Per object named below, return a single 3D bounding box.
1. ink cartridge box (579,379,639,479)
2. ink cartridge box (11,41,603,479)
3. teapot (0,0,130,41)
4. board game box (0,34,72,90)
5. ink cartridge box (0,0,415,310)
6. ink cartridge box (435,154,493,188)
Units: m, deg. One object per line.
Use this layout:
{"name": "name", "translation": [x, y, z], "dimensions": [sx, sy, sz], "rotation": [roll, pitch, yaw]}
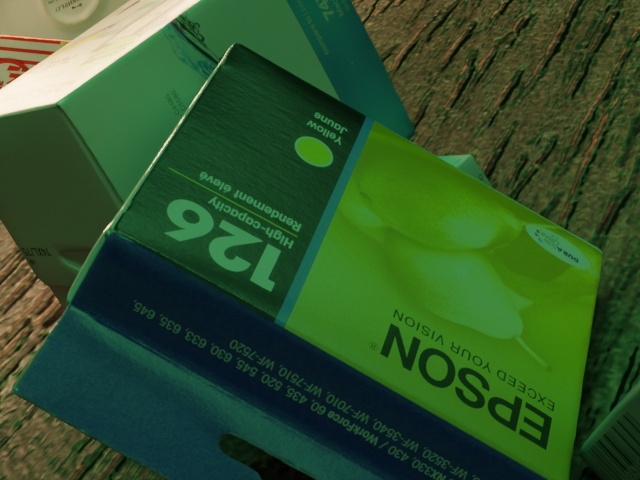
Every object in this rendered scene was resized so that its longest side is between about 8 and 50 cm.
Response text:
{"name": "ink cartridge box", "translation": [0.263, 0.029, 0.682], "dimensions": [0.224, 0.223, 0.045], "rotation": [-35, 71, -26]}
{"name": "ink cartridge box", "translation": [0.019, 0.043, 0.737], "dimensions": [0.303, 0.072, 0.307], "rotation": [30, 39, -7]}
{"name": "teapot", "translation": [-0.219, -0.250, 1.282], "dimensions": [0.256, 0.253, 0.187], "rotation": [24, 10, 18]}
{"name": "board game box", "translation": [-0.270, -0.119, 1.161], "dimensions": [0.193, 0.147, 0.045], "rotation": [9, 3, 33]}
{"name": "ink cartridge box", "translation": [-0.107, -0.086, 0.960], "dimensions": [0.198, 0.197, 0.270], "rotation": [-2, 34, 50]}
{"name": "ink cartridge box", "translation": [0.000, 0.000, 0.982], "dimensions": [0.189, 0.066, 0.232], "rotation": [-40, 20, -29]}
